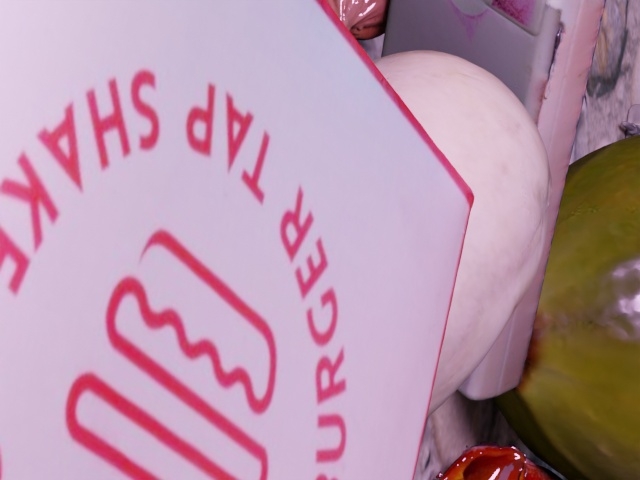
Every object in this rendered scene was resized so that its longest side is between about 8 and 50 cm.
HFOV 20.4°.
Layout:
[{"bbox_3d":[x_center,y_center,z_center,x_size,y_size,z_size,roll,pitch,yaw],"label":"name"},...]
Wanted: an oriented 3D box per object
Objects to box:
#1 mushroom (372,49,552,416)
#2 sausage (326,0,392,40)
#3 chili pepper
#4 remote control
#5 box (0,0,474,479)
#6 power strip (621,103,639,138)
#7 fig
[{"bbox_3d":[0.000,0.000,0.936,0.246,0.202,0.246,-52,180,0],"label":"mushroom"},{"bbox_3d":[0.093,-0.237,1.204,0.433,0.087,0.088,-50,134,-50],"label":"sausage"},{"bbox_3d":[0.153,0.215,1.338,0.192,0.086,0.084,41,31,-52],"label":"chili pepper"},{"bbox_3d":[0.090,-0.079,1.041,0.050,0.145,0.344,-15,130,-32],"label":"remote control"},{"bbox_3d":[-0.168,0.051,0.500,0.314,0.300,0.312,46,52,-52],"label":"box"},{"bbox_3d":[0.338,-0.074,1.728,0.252,0.027,0.060,31,64,-59],"label":"power strip"},{"bbox_3d":[0.243,0.065,1.314,0.316,0.316,0.316,-6,97,-62],"label":"fig"}]
